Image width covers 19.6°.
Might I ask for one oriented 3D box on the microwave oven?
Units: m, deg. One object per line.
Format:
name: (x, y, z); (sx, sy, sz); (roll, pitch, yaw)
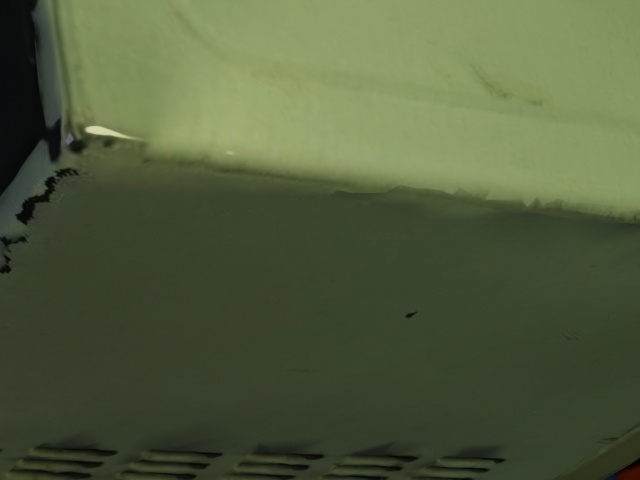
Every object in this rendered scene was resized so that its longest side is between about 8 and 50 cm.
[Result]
microwave oven: (-0.026, -0.112, 0.540); (0.218, 0.286, 0.355); (-43, 52, 48)

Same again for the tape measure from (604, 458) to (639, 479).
tape measure: (0.163, 0.082, 0.634); (0.245, 0.149, 0.232); (-35, 73, 55)
